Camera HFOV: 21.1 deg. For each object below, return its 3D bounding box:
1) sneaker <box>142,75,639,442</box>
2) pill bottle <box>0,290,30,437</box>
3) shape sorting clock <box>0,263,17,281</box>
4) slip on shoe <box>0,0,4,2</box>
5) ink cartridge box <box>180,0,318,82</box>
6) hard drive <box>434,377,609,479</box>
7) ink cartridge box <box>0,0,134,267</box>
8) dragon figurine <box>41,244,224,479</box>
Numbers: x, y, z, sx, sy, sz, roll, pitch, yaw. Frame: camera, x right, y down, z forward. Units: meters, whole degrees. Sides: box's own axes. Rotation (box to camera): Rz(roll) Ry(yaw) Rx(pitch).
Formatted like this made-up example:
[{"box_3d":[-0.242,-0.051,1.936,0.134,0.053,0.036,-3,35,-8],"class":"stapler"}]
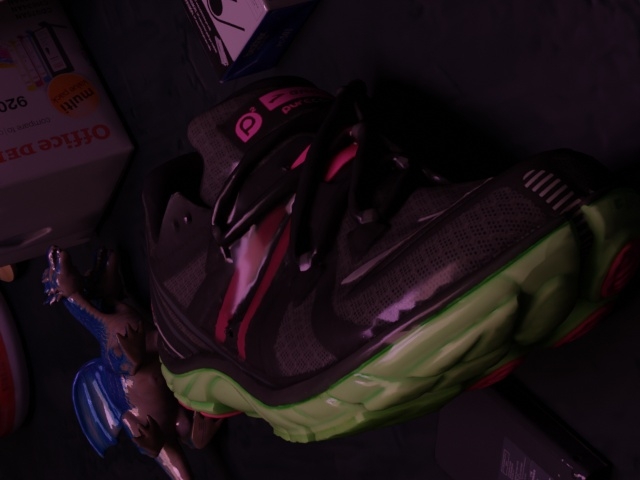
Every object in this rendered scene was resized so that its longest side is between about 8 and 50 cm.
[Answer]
[{"box_3d":[0.000,0.000,1.023,0.483,0.185,0.202,-9,102,60],"class":"sneaker"},{"box_3d":[-0.507,0.159,1.800,0.210,0.363,0.210,36,135,46],"class":"pill bottle"},{"box_3d":[-0.381,-0.037,1.744,0.206,0.040,0.206,35,160,15],"class":"shape sorting clock"},{"box_3d":[-0.282,-0.236,1.307,0.331,0.101,0.123,-31,74,17],"class":"slip on shoe"},{"box_3d":[-0.078,-0.222,1.169,0.207,0.046,0.097,64,149,14],"class":"ink cartridge box"},{"box_3d":[0.120,0.137,1.059,0.135,0.022,0.094,41,139,42],"class":"hard drive"},{"box_3d":[-0.296,-0.110,1.480,0.233,0.171,0.168,61,149,17],"class":"ink cartridge box"},{"box_3d":[-0.156,0.134,1.467,0.144,0.085,0.289,-8,98,61],"class":"dragon figurine"}]
